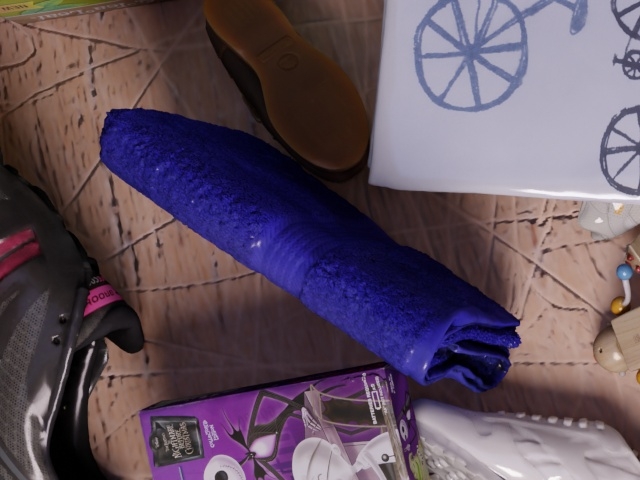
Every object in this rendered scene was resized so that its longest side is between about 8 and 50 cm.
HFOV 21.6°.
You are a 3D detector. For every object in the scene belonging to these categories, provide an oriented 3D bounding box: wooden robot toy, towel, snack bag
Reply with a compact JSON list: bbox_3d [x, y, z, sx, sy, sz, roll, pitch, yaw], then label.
[{"bbox_3d":[0.243,0.083,1.256,0.079,0.076,0.173,-30,72,48],"label":"wooden robot toy"},{"bbox_3d":[0.000,0.000,1.242,0.308,0.227,0.076,33,94,19],"label":"towel"},{"bbox_3d":[0.212,-0.185,1.202,0.342,0.037,0.323,5,89,13],"label":"snack bag"}]

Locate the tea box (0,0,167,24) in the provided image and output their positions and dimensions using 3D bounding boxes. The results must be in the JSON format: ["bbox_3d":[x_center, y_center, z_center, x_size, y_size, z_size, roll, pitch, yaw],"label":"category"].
[{"bbox_3d":[-0.164,-0.323,1.282,0.329,0.323,0.220,-6,83,18],"label":"tea box"}]

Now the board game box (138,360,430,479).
[{"bbox_3d":[-0.002,0.275,1.257,0.208,0.056,0.347,-13,92,25],"label":"board game box"}]

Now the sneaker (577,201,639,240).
[{"bbox_3d":[0.175,-0.116,1.276,0.121,0.099,0.262,-39,73,13],"label":"sneaker"}]

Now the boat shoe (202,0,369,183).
[{"bbox_3d":[-0.023,-0.120,1.332,0.073,0.073,0.207,-28,61,-9],"label":"boat shoe"}]

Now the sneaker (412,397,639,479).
[{"bbox_3d":[0.168,0.169,1.255,0.235,0.090,0.095,27,74,17],"label":"sneaker"}]

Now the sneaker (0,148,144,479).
[{"bbox_3d":[-0.247,0.034,1.348,0.202,0.185,0.483,-10,94,9],"label":"sneaker"}]
